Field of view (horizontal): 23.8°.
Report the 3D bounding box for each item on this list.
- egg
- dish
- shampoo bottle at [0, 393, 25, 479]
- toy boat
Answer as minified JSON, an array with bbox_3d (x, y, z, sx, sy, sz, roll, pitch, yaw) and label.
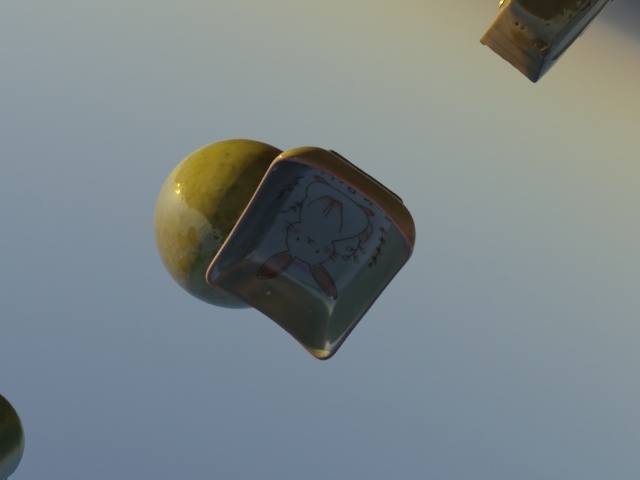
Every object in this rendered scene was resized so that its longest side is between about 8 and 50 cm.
[{"bbox_3d":[-0.102,-0.026,1.973,0.218,0.218,0.295,28,-168,0],"label":"egg"},{"bbox_3d":[0.000,0.000,1.439,0.151,0.212,0.077,34,-135,0],"label":"dish"},{"bbox_3d":[-0.492,0.298,1.855,0.151,0.222,0.349,61,-151,-12],"label":"shampoo bottle"},{"bbox_3d":[0.179,-0.188,0.940,0.057,0.200,0.077,41,-165,10],"label":"toy boat"}]
